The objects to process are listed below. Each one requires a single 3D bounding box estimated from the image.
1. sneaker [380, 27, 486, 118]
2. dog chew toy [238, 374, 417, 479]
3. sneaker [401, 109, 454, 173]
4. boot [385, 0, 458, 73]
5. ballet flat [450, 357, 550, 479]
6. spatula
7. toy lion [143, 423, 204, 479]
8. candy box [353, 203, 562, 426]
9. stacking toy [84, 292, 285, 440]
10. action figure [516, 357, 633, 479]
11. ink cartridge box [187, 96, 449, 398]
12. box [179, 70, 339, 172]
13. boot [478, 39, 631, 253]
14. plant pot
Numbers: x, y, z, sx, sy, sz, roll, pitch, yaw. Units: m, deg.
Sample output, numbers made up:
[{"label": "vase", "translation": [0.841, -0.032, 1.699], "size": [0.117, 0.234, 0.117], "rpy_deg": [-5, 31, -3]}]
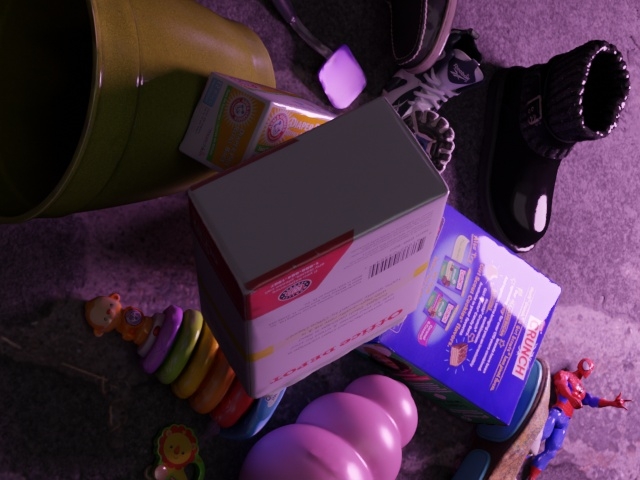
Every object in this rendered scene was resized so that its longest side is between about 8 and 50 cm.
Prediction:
[{"label": "sneaker", "translation": [0.192, -0.254, 2.068], "size": [0.094, 0.153, 0.235], "rpy_deg": [40, 69, -25]}, {"label": "dog chew toy", "translation": [0.027, 0.330, 1.933], "size": [0.332, 0.206, 0.207], "rpy_deg": [-42, 111, -36]}, {"label": "sneaker", "translation": [0.102, -0.053, 2.016], "size": [0.129, 0.147, 0.330], "rpy_deg": [34, 92, 0]}, {"label": "boot", "translation": [0.080, -0.472, 2.006], "size": [0.284, 0.138, 0.378], "rpy_deg": [12, 79, -34]}, {"label": "ballet flat", "translation": [0.312, 0.368, 2.163], "size": [0.123, 0.123, 0.349], "rpy_deg": [38, 75, -27]}, {"label": "spatula", "translation": [-0.027, -0.332, 1.998], "size": [0.296, 0.030, 0.084], "rpy_deg": [49, 67, -23]}, {"label": "toy lion", "translation": [-0.209, 0.324, 1.869], "size": [0.100, 0.034, 0.096], "rpy_deg": [41, 60, -26]}, {"label": "candy box", "translation": [0.221, 0.123, 2.101], "size": [0.317, 0.122, 0.268], "rpy_deg": [34, 70, -27]}, {"label": "stacking toy", "translation": [-0.200, 0.155, 1.824], "size": [0.301, 0.165, 0.175], "rpy_deg": [28, 72, -15]}, {"label": "action figure", "translation": [0.442, 0.329, 2.240], "size": [0.091, 0.139, 0.280], "rpy_deg": [42, 65, -27]}, {"label": "ink cartridge box", "translation": [-0.011, 0.024, 1.632], "size": [0.279, 0.385, 0.160], "rpy_deg": [-27, 68, -15]}, {"label": "box", "translation": [-0.068, -0.134, 1.624], "size": [0.203, 0.103, 0.114], "rpy_deg": [4, 112, -59]}, {"label": "boot", "translation": [0.395, -0.153, 2.136], "size": [0.131, 0.260, 0.348], "rpy_deg": [-1, 89, -33]}, {"label": "plant pot", "translation": [-0.260, -0.197, 1.681], "size": [0.353, 0.366, 0.367], "rpy_deg": [3, 88, -45]}]
